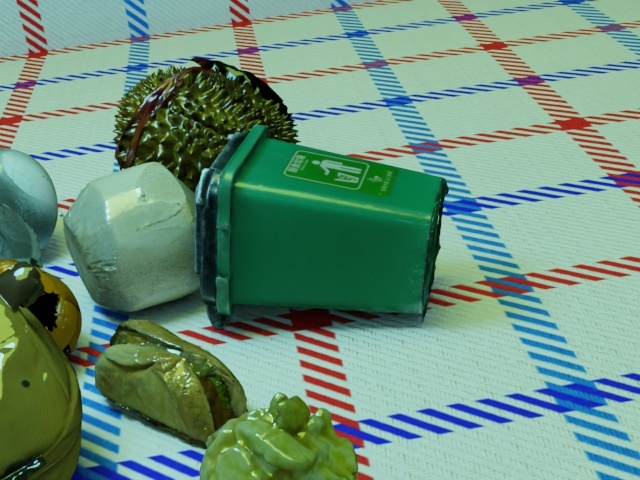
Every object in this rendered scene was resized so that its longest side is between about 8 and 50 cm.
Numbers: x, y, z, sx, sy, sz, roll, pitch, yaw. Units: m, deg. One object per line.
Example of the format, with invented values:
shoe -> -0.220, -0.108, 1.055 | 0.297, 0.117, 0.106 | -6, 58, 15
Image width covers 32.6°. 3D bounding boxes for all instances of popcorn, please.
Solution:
popcorn -> -0.047, 0.273, 1.286 | 0.187, 0.185, 0.167 | -44, 34, -11

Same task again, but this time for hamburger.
hamburger -> -0.222, 0.187, 1.577 | 0.262, 0.130, 0.124 | 17, 35, 33

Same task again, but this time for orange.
orange -> -0.493, 0.128, 1.730 | 0.235, 0.182, 0.234 | 3, 17, -1

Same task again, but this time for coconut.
coconut -> -0.297, -0.009, 1.874 | 0.247, 0.245, 0.245 | -23, 29, -20

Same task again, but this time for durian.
durian -> -0.233, -0.195, 2.152 | 0.384, 0.347, 0.347 | 15, 33, 27

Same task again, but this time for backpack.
backpack -> -0.479, 0.210, 1.436 | 0.353, 0.201, 0.378 | -35, 59, -29

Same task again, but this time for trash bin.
trash bin -> 0.000, 0.000, 1.772 | 0.381, 0.295, 0.259 | 9, 28, 10

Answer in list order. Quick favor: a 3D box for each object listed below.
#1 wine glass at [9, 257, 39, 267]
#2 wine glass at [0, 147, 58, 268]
wine glass -> -0.641, 0.060, 1.808 | 0.310, 0.264, 0.096 | -12, 60, -1
wine glass -> -0.607, -0.041, 2.050 | 0.238, 0.238, 0.323 | -8, 24, 0
